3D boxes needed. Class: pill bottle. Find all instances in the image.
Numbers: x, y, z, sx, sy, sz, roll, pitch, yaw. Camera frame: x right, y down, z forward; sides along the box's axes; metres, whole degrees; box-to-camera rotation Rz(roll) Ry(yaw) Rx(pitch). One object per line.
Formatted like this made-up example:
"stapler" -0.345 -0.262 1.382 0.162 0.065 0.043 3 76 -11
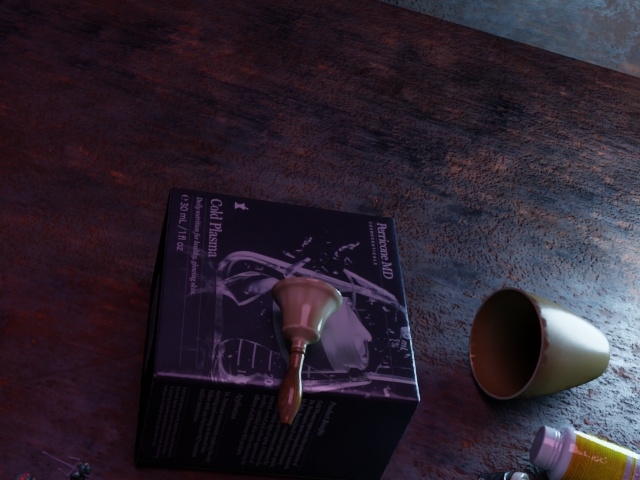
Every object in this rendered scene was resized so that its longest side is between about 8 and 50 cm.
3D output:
"pill bottle" 0.535 0.448 1.942 0.215 0.117 0.117 21 43 3

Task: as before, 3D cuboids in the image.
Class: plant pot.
"plant pot" 0.492 0.232 2.093 0.254 0.237 0.237 9 42 -30

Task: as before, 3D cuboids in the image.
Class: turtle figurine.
"turtle figurine" -0.447 0.450 1.625 0.234 0.118 0.175 42 62 3

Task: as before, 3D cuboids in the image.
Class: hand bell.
"hand bell" -0.041 0.195 1.622 0.126 0.126 0.242 13 56 -5

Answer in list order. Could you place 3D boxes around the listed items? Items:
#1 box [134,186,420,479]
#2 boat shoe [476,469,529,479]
"box" -0.094 0.183 1.885 0.471 0.297 0.480 8 44 -13
"boat shoe" 0.270 0.547 1.766 0.113 0.127 0.340 8 43 34
